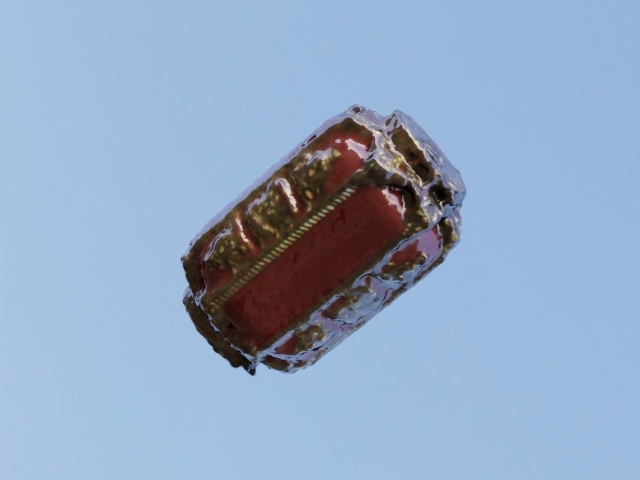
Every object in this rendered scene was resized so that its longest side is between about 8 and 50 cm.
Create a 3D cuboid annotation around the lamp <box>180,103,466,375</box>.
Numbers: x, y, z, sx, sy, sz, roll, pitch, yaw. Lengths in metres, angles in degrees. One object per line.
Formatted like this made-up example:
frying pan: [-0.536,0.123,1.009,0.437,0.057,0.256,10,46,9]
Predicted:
lamp: [0.000,0.000,1.298,0.274,0.177,0.177,-39,-101,17]
